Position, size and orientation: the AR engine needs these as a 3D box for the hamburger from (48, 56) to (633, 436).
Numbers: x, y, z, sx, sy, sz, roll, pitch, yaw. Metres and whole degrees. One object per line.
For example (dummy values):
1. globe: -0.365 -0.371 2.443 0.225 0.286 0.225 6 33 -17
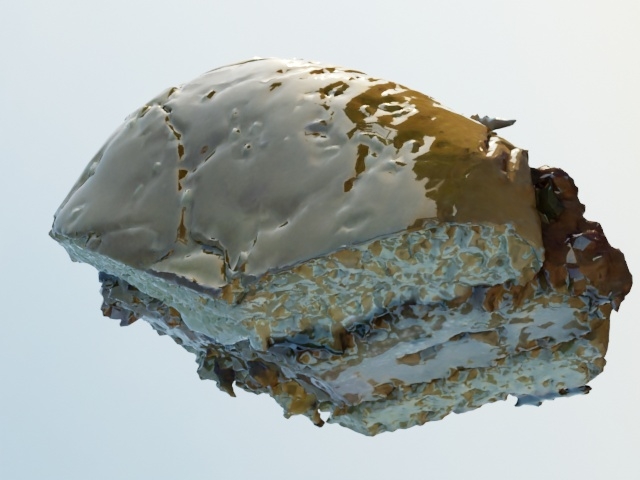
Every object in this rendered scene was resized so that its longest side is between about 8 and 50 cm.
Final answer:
1. hamburger: 0.000 0.000 0.831 0.155 0.282 0.245 47 -159 -45
